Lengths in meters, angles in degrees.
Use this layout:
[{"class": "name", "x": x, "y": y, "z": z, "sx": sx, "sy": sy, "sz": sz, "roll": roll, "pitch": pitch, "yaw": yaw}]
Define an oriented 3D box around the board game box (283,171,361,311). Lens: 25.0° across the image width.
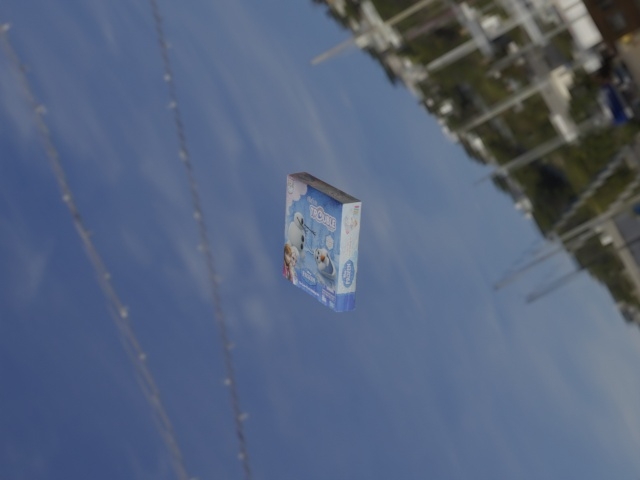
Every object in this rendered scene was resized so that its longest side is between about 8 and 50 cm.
[{"class": "board game box", "x": 0.000, "y": 0.000, "z": 1.151, "sx": 0.090, "sy": 0.020, "sz": 0.090, "roll": 30, "pitch": 121, "yaw": 55}]
